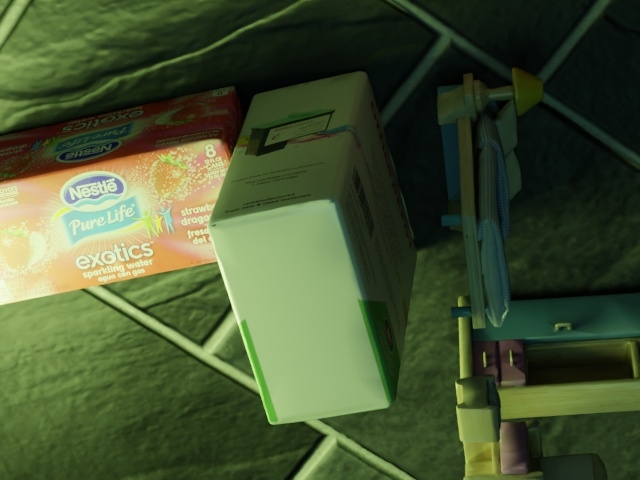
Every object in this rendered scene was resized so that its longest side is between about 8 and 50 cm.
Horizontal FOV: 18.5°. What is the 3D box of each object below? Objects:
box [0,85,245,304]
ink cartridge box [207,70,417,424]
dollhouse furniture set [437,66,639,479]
[{"bbox_3d":[-0.189,-0.042,1.806,0.257,0.128,0.122,-11,115,10],"label":"box"},{"bbox_3d":[0.000,0.000,1.733,0.117,0.278,0.201,-11,115,12],"label":"ink cartridge box"},{"bbox_3d":[0.212,0.035,1.730,0.198,0.286,0.303,-5,127,6],"label":"dollhouse furniture set"}]
